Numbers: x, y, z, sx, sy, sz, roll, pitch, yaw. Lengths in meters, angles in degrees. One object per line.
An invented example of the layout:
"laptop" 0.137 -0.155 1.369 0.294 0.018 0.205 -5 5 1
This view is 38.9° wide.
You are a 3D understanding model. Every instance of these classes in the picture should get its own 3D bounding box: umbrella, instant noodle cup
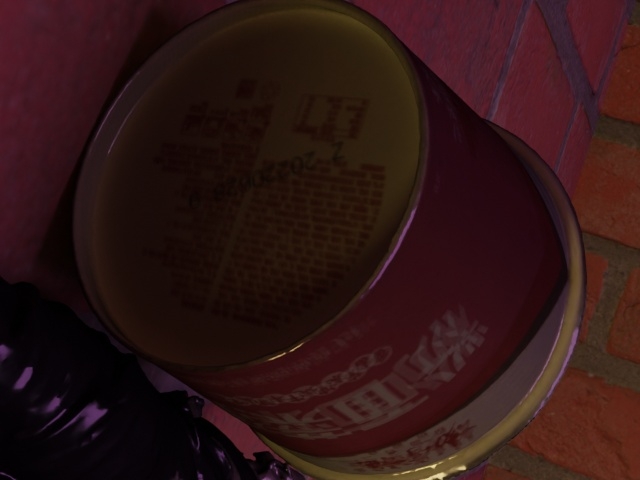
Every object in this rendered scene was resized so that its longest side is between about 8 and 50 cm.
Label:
"umbrella" -0.108 0.109 0.466 0.357 0.106 0.113 60 42 -52
"instant noodle cup" 0.000 0.000 0.460 0.178 0.235 0.235 36 73 -56
